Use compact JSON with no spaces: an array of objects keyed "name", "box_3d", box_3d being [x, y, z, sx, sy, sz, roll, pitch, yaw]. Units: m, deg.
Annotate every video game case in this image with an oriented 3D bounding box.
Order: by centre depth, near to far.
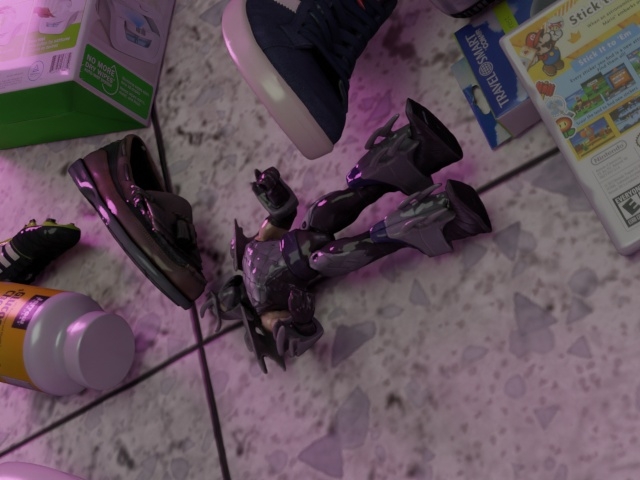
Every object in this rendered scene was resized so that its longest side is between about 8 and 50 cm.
[{"name":"video game case","box_3d":[0.279,-0.131,0.869,0.227,0.026,0.206,-32,71,20]}]

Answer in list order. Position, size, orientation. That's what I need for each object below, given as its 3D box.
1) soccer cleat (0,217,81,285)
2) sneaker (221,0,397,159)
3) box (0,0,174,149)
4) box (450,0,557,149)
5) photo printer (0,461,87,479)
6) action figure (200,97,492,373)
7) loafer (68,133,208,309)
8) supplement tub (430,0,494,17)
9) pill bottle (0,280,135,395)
[{"name":"soccer cleat","box_3d":[-0.323,0.024,1.242,0.179,0.060,0.072,-17,71,36]},{"name":"sneaker","box_3d":[0.009,-0.203,1.002,0.148,0.131,0.350,-28,33,15]},{"name":"box","box_3d":[-0.310,-0.242,1.298,0.262,0.127,0.231,-5,67,34]},{"name":"box","box_3d":[0.194,-0.169,0.968,0.178,0.042,0.109,-33,54,19]},{"name":"photo printer","box_3d":[-0.263,0.363,1.013,0.256,0.107,0.307,19,82,39]},{"name":"action figure","box_3d":[0.000,0.000,0.997,0.285,0.099,0.185,-31,60,24]},{"name":"loafer","box_3d":[-0.171,-0.033,1.125,0.084,0.096,0.267,-42,42,-4]},{"name":"supplement tub","box_3d":[0.187,-0.349,0.954,0.316,0.194,0.193,-36,54,18]},{"name":"pill bottle","box_3d":[-0.276,0.099,1.141,0.184,0.103,0.103,5,73,37]}]
